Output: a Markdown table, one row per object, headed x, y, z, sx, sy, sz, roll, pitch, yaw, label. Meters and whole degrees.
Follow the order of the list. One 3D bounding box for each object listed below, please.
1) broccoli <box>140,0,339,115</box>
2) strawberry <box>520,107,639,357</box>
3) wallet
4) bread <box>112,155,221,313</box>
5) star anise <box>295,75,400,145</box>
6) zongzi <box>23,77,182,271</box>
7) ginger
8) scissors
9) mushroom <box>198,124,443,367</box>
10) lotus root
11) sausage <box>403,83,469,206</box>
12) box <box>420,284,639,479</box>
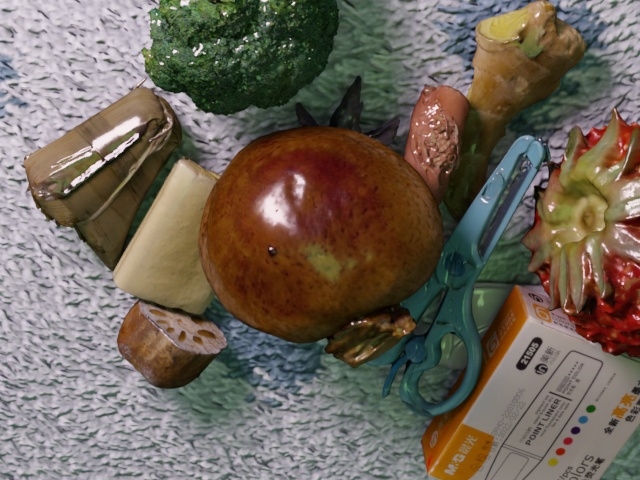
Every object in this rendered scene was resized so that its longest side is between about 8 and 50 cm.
| x | y | z | sx | sy | sz | roll | pitch | yaw | label |
| --- | --- | --- | --- | --- | --- | --- | --- | --- | --- |
| -0.096 | -0.272 | 1.335 | 0.270 | 0.270 | 0.270 | -46 | 74 | 13 | broccoli |
| 0.421 | 0.004 | 1.441 | 0.344 | 0.292 | 0.292 | 11 | 110 | -28 | strawberry |
| 0.238 | 0.114 | 1.578 | 0.183 | 0.032 | 0.124 | 4 | 109 | -3 | wallet |
| -0.159 | -0.003 | 1.491 | 0.140 | 0.060 | 0.178 | 23 | 107 | -35 | bread |
| 0.026 | -0.084 | 1.480 | 0.181 | 0.061 | 0.204 | 35 | 104 | -14 | star anise |
| -0.231 | -0.067 | 1.470 | 0.194 | 0.099 | 0.197 | -36 | 132 | -1 | zongzi |
| 0.215 | -0.149 | 1.460 | 0.131 | 0.086 | 0.294 | 8 | 118 | -19 | ginger |
| 0.166 | 0.043 | 1.486 | 0.180 | 0.032 | 0.392 | 37 | 115 | 18 | scissors |
| 0.005 | 0.005 | 1.366 | 0.263 | 0.195 | 0.283 | -37 | 95 | -3 | mushroom |
| -0.185 | 0.123 | 1.522 | 0.122 | 0.112 | 0.081 | 41 | 117 | 17 | lotus root |
| 0.105 | -0.043 | 1.455 | 0.078 | 0.078 | 0.304 | 16 | 114 | -8 | sausage |
| 0.282 | 0.213 | 1.560 | 0.221 | 0.091 | 0.273 | 20 | 117 | -13 | box |
